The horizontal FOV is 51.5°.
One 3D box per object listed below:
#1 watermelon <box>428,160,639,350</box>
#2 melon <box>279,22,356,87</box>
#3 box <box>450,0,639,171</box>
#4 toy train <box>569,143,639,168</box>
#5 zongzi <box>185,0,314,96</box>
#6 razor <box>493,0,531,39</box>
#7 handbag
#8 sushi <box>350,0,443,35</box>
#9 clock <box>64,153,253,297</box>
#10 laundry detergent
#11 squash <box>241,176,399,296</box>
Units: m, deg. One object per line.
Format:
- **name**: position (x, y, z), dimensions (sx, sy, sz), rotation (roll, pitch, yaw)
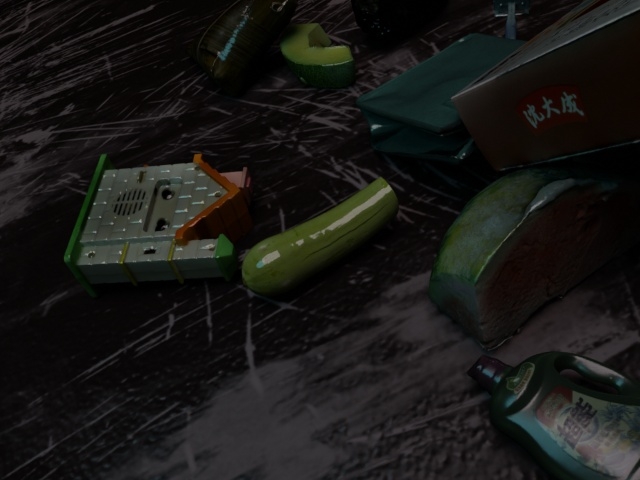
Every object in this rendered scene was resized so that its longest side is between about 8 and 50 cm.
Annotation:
- **watermelon**: position (0.283, -0.008, 0.841), dimensions (0.305, 0.224, 0.180), rotation (-30, 93, -12)
- **melon**: position (-0.010, -0.355, 1.273), dimensions (0.117, 0.064, 0.210), rotation (-21, 45, 1)
- **box**: position (0.392, -0.248, 0.744), dimensions (0.385, 0.122, 0.344), rotation (-36, 9, -13)
- **toy train**: position (0.469, -0.203, 0.961), dimensions (0.154, 0.115, 0.269), rotation (19, 58, 40)
- **zongzi**: position (-0.165, -0.436, 1.318), dimensions (0.248, 0.111, 0.241), rotation (-51, 44, 8)
- **razor**: position (0.347, -0.388, 1.208), dimensions (0.068, 0.040, 0.135), rotation (0, 58, 19)
- **handbag**: position (0.219, -0.211, 1.018), dimensions (0.268, 0.100, 0.274), rotation (-33, 30, -17)
- **sushi**: position (0.157, -0.481, 1.281), dimensions (0.225, 0.127, 0.124), rotation (-39, 49, -26)
- **clock**: position (-0.237, -0.031, 1.046), dimensions (0.255, 0.106, 0.220), rotation (-3, 51, 9)
- **laundry detergent**: position (0.265, 0.182, 0.719), dimensions (0.144, 0.078, 0.221), rotation (-40, 48, -19)
- **squash**: position (0.000, 0.000, 0.949), dimensions (0.250, 0.083, 0.083), rotation (-30, 48, -8)
